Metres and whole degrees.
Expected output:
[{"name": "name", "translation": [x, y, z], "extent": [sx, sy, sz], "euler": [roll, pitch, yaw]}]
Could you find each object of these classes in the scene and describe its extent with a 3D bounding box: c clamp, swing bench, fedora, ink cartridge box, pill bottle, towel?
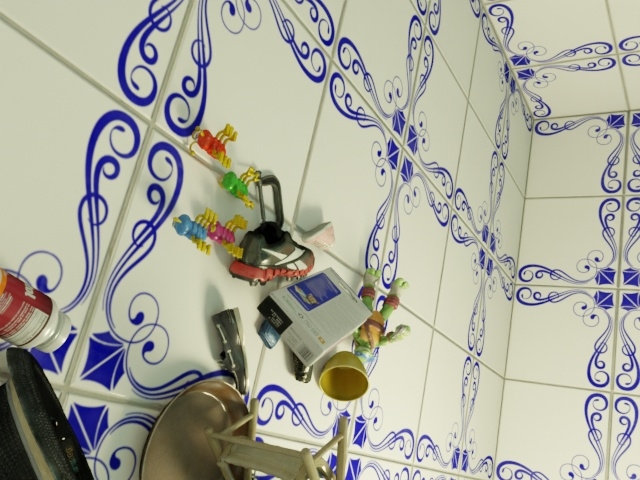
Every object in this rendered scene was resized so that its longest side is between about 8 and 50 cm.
[{"name": "c clamp", "translation": [-0.129, -0.091, 1.462], "extent": [0.137, 0.022, 0.161], "euler": [-30, 114, -59]}, {"name": "swing bench", "translation": [-0.075, 0.483, 1.248], "extent": [0.165, 0.253, 0.255], "euler": [-19, 106, -55]}, {"name": "fedora", "translation": [-0.414, 0.322, 0.853], "extent": [0.152, 0.334, 0.334], "euler": [-24, 114, -22]}, {"name": "ink cartridge box", "translation": [0.000, 0.171, 1.505], "extent": [0.176, 0.069, 0.371], "euler": [48, 23, 10]}, {"name": "pill bottle", "translation": [-0.445, 0.105, 0.908], "extent": [0.152, 0.086, 0.086], "euler": [49, 51, -47]}, {"name": "towel", "translation": [-0.104, 0.198, 1.493], "extent": [0.120, 0.029, 0.067], "euler": [-61, 139, -37]}]

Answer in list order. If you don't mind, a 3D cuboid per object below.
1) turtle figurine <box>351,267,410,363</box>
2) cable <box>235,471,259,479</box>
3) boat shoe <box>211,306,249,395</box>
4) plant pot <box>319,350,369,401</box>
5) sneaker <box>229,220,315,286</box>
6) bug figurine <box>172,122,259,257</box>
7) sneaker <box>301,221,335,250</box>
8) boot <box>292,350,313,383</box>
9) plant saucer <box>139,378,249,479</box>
[{"name": "turtle figurine", "translation": [0.161, 0.196, 1.756], "extent": [0.275, 0.197, 0.266], "euler": [62, 39, -42]}, {"name": "cable", "translation": [-0.168, 0.609, 1.383], "extent": [0.151, 0.047, 0.185], "euler": [-59, 137, -38]}, {"name": "boat shoe", "translation": [-0.195, 0.245, 1.345], "extent": [0.064, 0.075, 0.206], "euler": [-9, 108, -14]}, {"name": "plant pot", "translation": [0.066, 0.356, 1.689], "extent": [0.095, 0.134, 0.134], "euler": [-84, 156, -57]}, {"name": "sneaker", "translation": [-0.093, 0.023, 1.427], "extent": [0.276, 0.097, 0.135], "euler": [-4, 110, -57]}, {"name": "bug figurine", "translation": [-0.216, -0.088, 1.276], "extent": [0.216, 0.072, 0.279], "euler": [46, 48, -55]}, {"name": "sneaker", "translation": [0.000, 0.000, 1.632], "extent": [0.134, 0.050, 0.070], "euler": [-33, 112, -57]}, {"name": "boot", "translation": [-0.047, 0.287, 1.523], "extent": [0.198, 0.076, 0.137], "euler": [28, 72, -66]}, {"name": "plant saucer", "translation": [-0.253, 0.434, 1.248], "extent": [0.310, 0.050, 0.311], "euler": [0, 89, -58]}]
